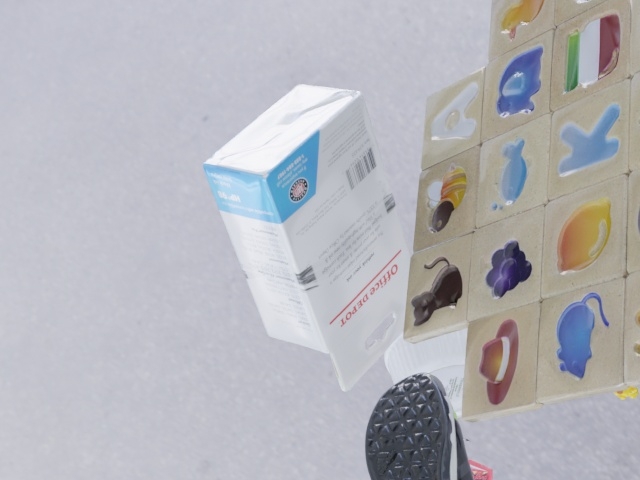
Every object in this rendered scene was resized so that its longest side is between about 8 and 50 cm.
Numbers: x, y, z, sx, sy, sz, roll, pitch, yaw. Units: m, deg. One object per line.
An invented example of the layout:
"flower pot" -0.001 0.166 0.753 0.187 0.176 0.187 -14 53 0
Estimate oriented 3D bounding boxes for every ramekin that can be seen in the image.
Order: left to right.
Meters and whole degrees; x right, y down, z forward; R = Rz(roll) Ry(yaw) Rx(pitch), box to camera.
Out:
"ramekin" 0.219 0.222 2.105 0.207 0.207 0.109 -27 45 19

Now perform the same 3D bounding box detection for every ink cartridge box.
"ink cartridge box" 0.000 0.000 0.812 0.060 0.180 0.104 12 43 39

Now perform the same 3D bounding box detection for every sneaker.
"sneaker" 0.100 0.232 1.053 0.084 0.097 0.235 -21 53 21

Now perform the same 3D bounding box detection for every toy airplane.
"toy airplane" 0.199 0.367 1.822 0.151 0.028 0.151 -14 67 37

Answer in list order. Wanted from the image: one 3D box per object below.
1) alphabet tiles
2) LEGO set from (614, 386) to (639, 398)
"alphabet tiles" 0.164 -0.059 0.633 0.342 0.011 0.285 -23 53 50
"LEGO set" 0.256 0.105 1.111 0.227 0.087 0.093 -6 93 8
